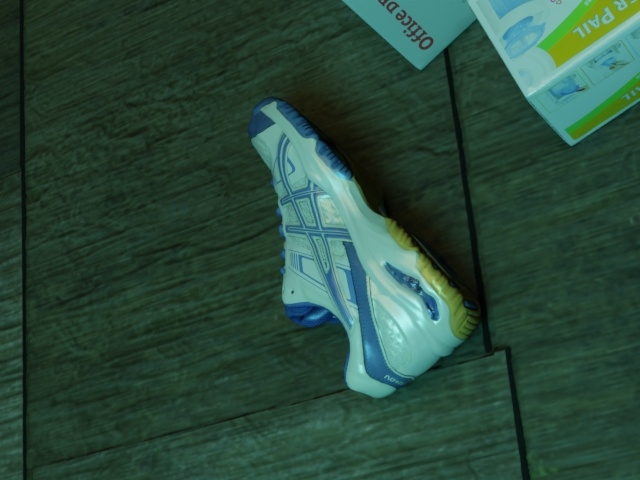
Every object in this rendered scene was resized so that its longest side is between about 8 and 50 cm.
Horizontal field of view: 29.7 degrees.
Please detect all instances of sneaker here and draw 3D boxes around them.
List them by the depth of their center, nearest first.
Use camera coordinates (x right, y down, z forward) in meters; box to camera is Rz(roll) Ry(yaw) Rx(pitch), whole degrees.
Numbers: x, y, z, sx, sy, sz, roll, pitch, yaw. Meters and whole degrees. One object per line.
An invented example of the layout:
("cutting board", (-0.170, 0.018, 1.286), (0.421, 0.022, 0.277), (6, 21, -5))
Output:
("sneaker", (0.000, 0.000, 1.015), (0.131, 0.112, 0.296), (-44, 55, 11))

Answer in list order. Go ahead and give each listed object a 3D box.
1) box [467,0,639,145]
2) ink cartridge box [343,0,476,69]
("box", (0.238, -0.187, 0.940), (0.203, 0.103, 0.114), (-35, 58, 16))
("ink cartridge box", (0.090, -0.305, 1.034), (0.233, 0.171, 0.168), (-42, 55, 12))
